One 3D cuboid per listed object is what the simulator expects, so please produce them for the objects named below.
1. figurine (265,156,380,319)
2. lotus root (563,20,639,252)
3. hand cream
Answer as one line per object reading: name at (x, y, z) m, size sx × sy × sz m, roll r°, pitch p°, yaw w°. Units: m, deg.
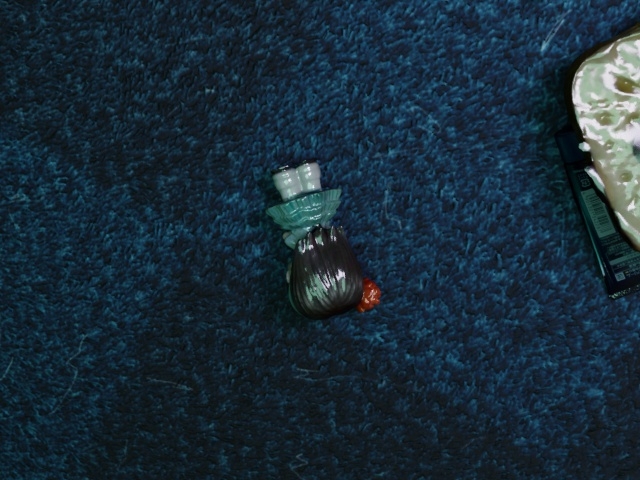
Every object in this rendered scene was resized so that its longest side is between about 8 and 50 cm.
figurine at (0.000, 0.000, 1.585) m, size 0.137 × 0.110 × 0.246 m, roll -15°, pitch 92°, yaw -5°
lotus root at (0.511, -0.160, 1.420) m, size 0.374 × 0.111 × 0.391 m, roll 20°, pitch 100°, yaw -4°
hand cream at (0.428, -0.048, 1.519) m, size 0.120 × 0.061 × 0.271 m, roll -23°, pitch 102°, yaw 16°
